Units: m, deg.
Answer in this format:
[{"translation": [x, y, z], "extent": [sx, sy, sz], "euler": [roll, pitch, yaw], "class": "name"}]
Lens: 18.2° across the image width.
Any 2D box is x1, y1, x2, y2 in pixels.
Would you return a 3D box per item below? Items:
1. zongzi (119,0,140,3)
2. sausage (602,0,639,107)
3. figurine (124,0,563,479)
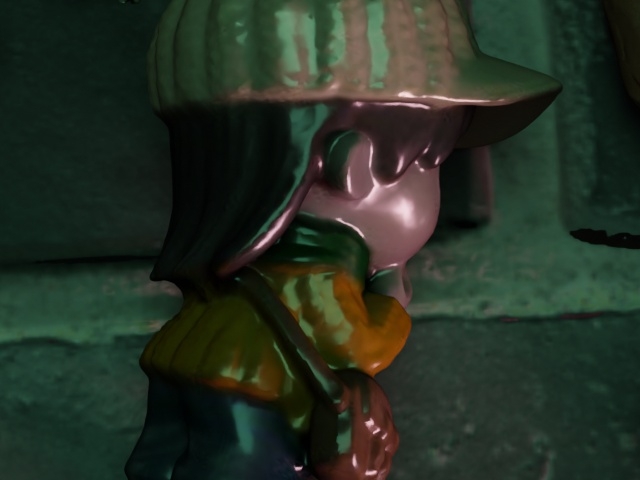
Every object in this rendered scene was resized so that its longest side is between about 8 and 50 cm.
[{"translation": [-0.189, -0.198, 1.142], "extent": [0.178, 0.081, 0.189], "euler": [-18, 88, 17], "class": "zongzi"}, {"translation": [0.187, -0.141, 1.112], "extent": [0.078, 0.078, 0.304], "euler": [-19, 76, -6], "class": "sausage"}, {"translation": [-0.025, -0.006, 1.015], "extent": [0.204, 0.185, 0.332], "euler": [38, 69, -26], "class": "figurine"}]
